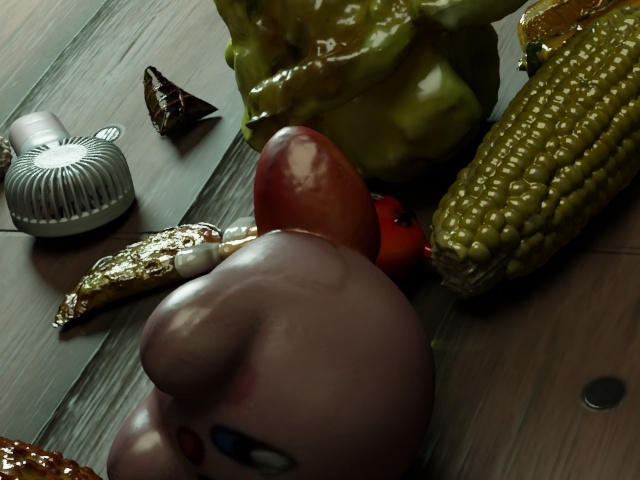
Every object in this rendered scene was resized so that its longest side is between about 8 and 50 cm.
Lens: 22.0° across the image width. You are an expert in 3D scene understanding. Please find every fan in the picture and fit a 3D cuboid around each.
[{"bbox_3d":[-0.278,-0.077,1.742,0.130,0.074,0.244,-18,29,-13],"label":"fan"}]

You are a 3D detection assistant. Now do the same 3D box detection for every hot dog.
[{"bbox_3d":[0.300,-0.227,1.640,0.250,0.076,0.104,-32,56,-8],"label":"hot dog"}]

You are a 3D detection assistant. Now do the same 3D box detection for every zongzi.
[{"bbox_3d":[-0.164,-0.138,1.774,0.083,0.067,0.073,21,44,22],"label":"zongzi"}]

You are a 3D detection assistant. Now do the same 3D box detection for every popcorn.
[{"bbox_3d":[0.060,-0.214,1.566,0.321,0.290,0.325,3,63,6],"label":"popcorn"}]

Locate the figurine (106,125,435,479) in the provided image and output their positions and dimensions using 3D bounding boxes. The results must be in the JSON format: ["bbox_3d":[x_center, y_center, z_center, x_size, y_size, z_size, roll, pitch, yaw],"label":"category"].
[{"bbox_3d":[-0.013,0.098,1.253,0.211,0.269,0.261,26,38,6],"label":"figurine"}]

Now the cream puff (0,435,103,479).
[{"bbox_3d":[-0.284,0.266,1.168,0.350,0.228,0.350,-13,34,9],"label":"cream puff"}]

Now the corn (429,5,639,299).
[{"bbox_3d":[0.216,-0.082,1.447,0.130,0.130,0.347,19,56,42],"label":"corn"}]

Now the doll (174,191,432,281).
[{"bbox_3d":[0.000,0.000,1.456,0.217,0.085,0.183,2,12,21],"label":"doll"}]

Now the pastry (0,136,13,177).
[{"bbox_3d":[-0.474,-0.073,1.798,0.265,0.112,0.103,-30,47,-9],"label":"pastry"}]

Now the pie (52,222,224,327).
[{"bbox_3d":[-0.174,0.023,1.589,0.191,0.033,0.088,-21,32,1],"label":"pie"}]
